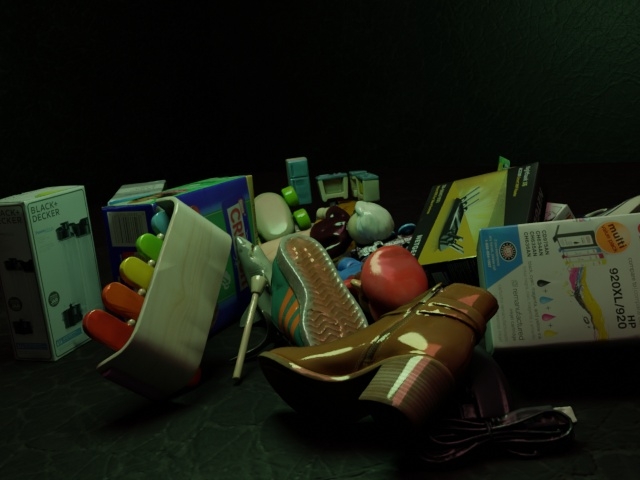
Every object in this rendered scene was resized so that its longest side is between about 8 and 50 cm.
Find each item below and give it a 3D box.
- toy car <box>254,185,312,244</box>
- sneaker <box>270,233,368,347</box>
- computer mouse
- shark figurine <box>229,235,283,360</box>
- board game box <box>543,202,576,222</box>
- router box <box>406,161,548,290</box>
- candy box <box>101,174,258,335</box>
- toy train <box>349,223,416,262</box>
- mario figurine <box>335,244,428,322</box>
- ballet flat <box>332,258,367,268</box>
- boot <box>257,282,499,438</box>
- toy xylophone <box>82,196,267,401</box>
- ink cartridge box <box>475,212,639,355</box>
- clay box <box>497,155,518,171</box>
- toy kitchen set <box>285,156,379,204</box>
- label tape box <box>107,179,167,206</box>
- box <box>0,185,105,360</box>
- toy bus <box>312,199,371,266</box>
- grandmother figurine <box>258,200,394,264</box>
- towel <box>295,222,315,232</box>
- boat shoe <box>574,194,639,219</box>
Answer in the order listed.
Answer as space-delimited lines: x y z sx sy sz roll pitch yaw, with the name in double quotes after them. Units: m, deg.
-0.105 -0.014 1.703 0.155 0.188 0.149 -24 58 -6 "toy car"
-0.009 0.128 1.085 0.108 0.121 0.302 3 39 -22 "sneaker"
0.186 0.182 0.890 0.188 0.072 0.272 -7 12 -3 "computer mouse"
-0.108 0.134 1.264 0.116 0.166 0.278 -35 36 13 "shark figurine"
0.374 -0.010 1.522 0.193 0.053 0.305 -45 26 -17 "board game box"
0.318 -0.025 1.414 0.243 0.081 0.309 -12 31 30 "router box"
-0.238 0.034 1.299 0.122 0.268 0.317 0 14 24 "candy box"
0.156 0.029 1.545 0.184 0.105 0.080 -16 55 2 "toy train"
0.087 0.110 1.254 0.198 0.170 0.320 -53 17 -13 "mario figurine"
0.074 0.069 1.485 0.188 0.070 0.070 -1 13 19 "ballet flat"
0.070 0.129 0.893 0.283 0.109 0.220 -6 31 48 "boot"
-0.204 0.091 1.059 0.081 0.236 0.322 -20 38 38 "toy xylophone"
0.346 0.069 0.977 0.233 0.171 0.168 -6 -14 9 "ink cartridge box"
0.459 -0.086 1.648 0.053 0.222 0.127 -5 13 4 "clay box"
0.029 -0.155 1.779 0.207 0.122 0.166 -9 12 -8 "toy kitchen set"
-0.368 0.017 1.484 0.115 0.249 0.348 -8 12 -11 "label tape box"
-0.493 0.055 1.274 0.087 0.290 0.169 -2 12 19 "box"
0.063 -0.021 1.747 0.108 0.130 0.332 -4 12 13 "toy bus"
0.000 0.000 1.482 0.342 0.104 0.208 -18 44 30 "grandmother figurine"
-0.075 -0.027 2.112 0.152 0.023 0.113 -9 10 -4 "towel"
0.611 -0.030 1.522 0.340 0.127 0.158 -18 19 -30 "boat shoe"
